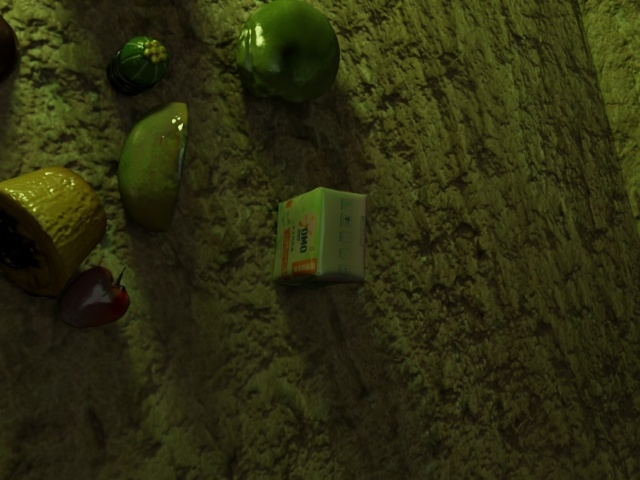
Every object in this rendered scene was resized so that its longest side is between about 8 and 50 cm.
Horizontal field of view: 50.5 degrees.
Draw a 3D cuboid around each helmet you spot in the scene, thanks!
[{"bbox_3d":[-0.584,-0.343,1.153,0.175,0.106,0.155,-32,102,-39],"label":"helmet"}]

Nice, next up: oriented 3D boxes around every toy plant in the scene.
[{"bbox_3d":[-0.343,-0.333,1.288,0.092,0.162,0.093,6,79,-34],"label":"toy plant"}]

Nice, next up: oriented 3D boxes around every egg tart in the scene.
[{"bbox_3d":[-0.466,-0.021,1.136,0.171,0.215,0.215,-44,109,-44],"label":"egg tart"}]

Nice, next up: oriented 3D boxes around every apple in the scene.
[{"bbox_3d":[-0.311,-0.151,1.276,0.119,0.193,0.265,10,79,-24],"label":"apple"}]

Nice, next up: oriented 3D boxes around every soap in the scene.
[{"bbox_3d":[0.000,0.000,1.474,0.138,0.182,0.200,12,75,-34],"label":"soap"}]

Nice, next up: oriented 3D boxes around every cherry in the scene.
[{"bbox_3d":[-0.407,0.101,1.223,0.126,0.087,0.106,-12,92,-18],"label":"cherry"}]

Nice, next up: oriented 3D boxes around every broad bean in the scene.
[{"bbox_3d":[-0.071,-0.422,1.531,0.238,0.119,0.291,49,55,-9],"label":"broad bean"}]
